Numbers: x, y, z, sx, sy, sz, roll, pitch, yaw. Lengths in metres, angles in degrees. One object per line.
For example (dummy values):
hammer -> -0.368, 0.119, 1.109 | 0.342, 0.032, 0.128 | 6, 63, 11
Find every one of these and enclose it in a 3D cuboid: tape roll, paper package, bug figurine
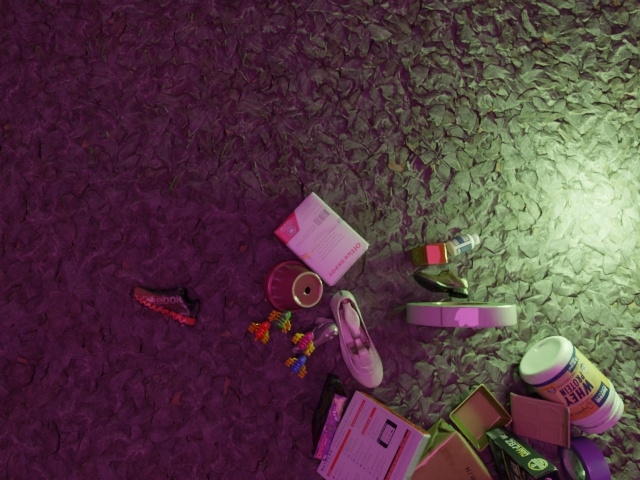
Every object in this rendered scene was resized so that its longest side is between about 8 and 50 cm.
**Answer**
tape roll -> 0.506, 0.265, 1.580 | 0.391, 0.392, 0.072 | 1, 84, -4
paper package -> 0.472, 0.907, 1.623 | 0.309, 0.168, 0.325 | -38, 87, -7
bug figurine -> -0.129, 0.375, 1.632 | 0.279, 0.072, 0.216 | 42, 122, 7
tape roll -> 1.002, 0.854, 1.652 | 0.080, 0.189, 0.189 | -8, 85, -4

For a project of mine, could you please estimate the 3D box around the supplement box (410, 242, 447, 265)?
supplement box -> 0.414, 0.058, 1.673 | 0.080, 0.233, 0.078 | -7, 85, -1

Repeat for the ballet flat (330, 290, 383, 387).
ballet flat -> 0.139, 0.387, 1.673 | 0.139, 0.139, 0.401 | -20, 86, -6

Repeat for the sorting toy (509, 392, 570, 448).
sorting toy -> 0.835, 0.680, 1.650 | 0.038, 0.208, 0.193 | -32, 118, -46

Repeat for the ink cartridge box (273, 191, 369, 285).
ink cartridge box -> 0.000, 0.000, 1.703 | 0.306, 0.131, 0.226 | 44, 83, 0

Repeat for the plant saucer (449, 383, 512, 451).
plant saucer -> 0.627, 0.695, 1.715 | 0.188, 0.045, 0.188 | -41, 89, -7

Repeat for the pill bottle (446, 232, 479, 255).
pill bottle -> 0.583, 0.013, 1.772 | 0.120, 0.067, 0.067 | -22, 86, -6

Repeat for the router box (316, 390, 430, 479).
router box -> 0.188, 0.775, 1.576 | 0.301, 0.082, 0.336 | 23, 82, 38

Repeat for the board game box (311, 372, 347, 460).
board game box -> 0.024, 0.607, 1.533 | 0.056, 0.347, 0.208 | 16, 83, -1

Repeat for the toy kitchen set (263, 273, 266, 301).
toy kitchen set -> -0.192, 0.186, 1.723 | 0.068, 0.075, 0.083 | -2, 124, -16

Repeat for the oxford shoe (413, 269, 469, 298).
oxford shoe -> 0.489, 0.161, 1.755 | 0.227, 0.083, 0.096 | 17, 65, -3

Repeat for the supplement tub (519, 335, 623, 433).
supplement tub -> 0.957, 0.552, 1.661 | 0.316, 0.228, 0.228 | 44, 83, 2

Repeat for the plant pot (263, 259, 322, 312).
plant pot -> -0.090, 0.176, 1.620 | 0.201, 0.180, 0.202 | 1, 88, -31

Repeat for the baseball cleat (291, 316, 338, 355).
baseball cleat -> -0.026, 0.371, 1.702 | 0.205, 0.072, 0.110 | -26, 47, 10

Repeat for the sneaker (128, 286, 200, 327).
sneaker -> -0.585, 0.224, 1.658 | 0.275, 0.097, 0.135 | 25, 83, -3

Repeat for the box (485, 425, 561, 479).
box -> 0.755, 0.921, 1.541 | 0.097, 0.318, 0.396 | -18, 92, -8
